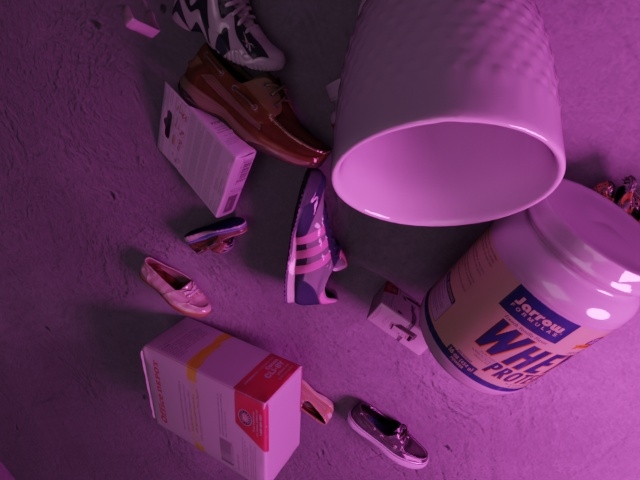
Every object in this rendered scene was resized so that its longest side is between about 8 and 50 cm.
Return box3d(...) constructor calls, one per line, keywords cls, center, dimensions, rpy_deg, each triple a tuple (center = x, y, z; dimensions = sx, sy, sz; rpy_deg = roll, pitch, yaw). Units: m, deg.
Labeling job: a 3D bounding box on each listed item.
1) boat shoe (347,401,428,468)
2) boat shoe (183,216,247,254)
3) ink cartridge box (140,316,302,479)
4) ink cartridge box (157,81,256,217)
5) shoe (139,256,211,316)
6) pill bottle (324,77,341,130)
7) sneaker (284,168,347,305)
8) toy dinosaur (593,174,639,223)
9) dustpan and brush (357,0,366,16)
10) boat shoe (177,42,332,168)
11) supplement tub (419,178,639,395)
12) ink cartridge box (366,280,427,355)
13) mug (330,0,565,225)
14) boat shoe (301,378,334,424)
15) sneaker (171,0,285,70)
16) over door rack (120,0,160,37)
box3d(cls="boat shoe", center=(0.180, 0.485, 1.043), dimensions=(0.229, 0.080, 0.076), rpy_deg=(33, 121, 11))
box3d(cls="boat shoe", center=(-0.235, -0.007, 0.967), dimensions=(0.183, 0.066, 0.066), rpy_deg=(-10, 115, 33))
box3d(cls="ink cartridge box", center=(-0.251, 0.399, 1.059), dimensions=(0.385, 0.160, 0.279), rpy_deg=(15, 118, 25))
box3d(cls="ink cartridge box", center=(-0.249, -0.192, 0.873), dimensions=(0.232, 0.066, 0.189), rpy_deg=(51, 139, 15))
box3d(cls="shoe", center=(-0.373, 0.120, 1.060), dimensions=(0.219, 0.076, 0.058), rpy_deg=(33, 125, 4))
box3d(cls="pill bottle", center=(0.078, -0.205, 0.739), dimensions=(0.108, 0.108, 0.180), rpy_deg=(-17, 106, 25))
box3d(cls="sneaker", center=(0.000, 0.000, 0.876), dimensions=(0.131, 0.112, 0.318), rpy_deg=(8, 120, -3))
box3d(cls="toy dinosaur", center=(0.579, 0.029, 0.680), dimensions=(0.322, 0.164, 0.218), rpy_deg=(42, 136, -24))
box3d(cls="dustpan and brush", center=(0.118, -0.450, 0.639), dimensions=(0.147, 0.060, 0.211), rpy_deg=(23, 116, -18))
box3d(cls="boat shoe", center=(-0.119, -0.256, 0.778), dimensions=(0.324, 0.122, 0.119), rpy_deg=(33, 115, 2))
box3d(cls="supplement tub", center=(0.340, 0.083, 0.680), dimensions=(0.236, 0.235, 0.324), rpy_deg=(31, 131, 3))
box3d(cls="ink cartridge box", center=(0.176, 0.163, 0.879), dimensions=(0.135, 0.099, 0.056), rpy_deg=(35, 119, 0))
box3d(cls="mug", center=(0.206, -0.209, 0.588), dimensions=(0.374, 0.327, 0.276), rpy_deg=(15, 159, -25))
box3d(cls="boat shoe", center=(-0.053, 0.416, 1.087), dimensions=(0.190, 0.072, 0.068), rpy_deg=(29, 120, 5))
box3d(cls="sneaker", center=(-0.147, -0.416, 0.726), dimensions=(0.235, 0.094, 0.153), rpy_deg=(37, 129, 11))
box3d(cls="over door rack", center=(-0.226, -0.509, 0.662), dimensions=(0.240, 0.108, 0.324), rpy_deg=(-24, 73, 26))
